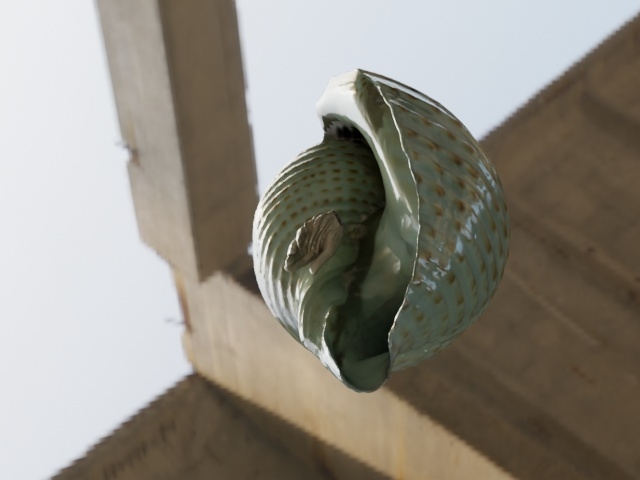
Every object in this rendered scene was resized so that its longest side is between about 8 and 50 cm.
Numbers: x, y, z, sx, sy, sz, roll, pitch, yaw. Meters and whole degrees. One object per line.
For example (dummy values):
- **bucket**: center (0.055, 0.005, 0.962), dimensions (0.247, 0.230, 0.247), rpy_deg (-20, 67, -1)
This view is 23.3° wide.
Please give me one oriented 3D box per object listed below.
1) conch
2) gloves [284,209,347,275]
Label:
- **conch**: center (0.074, 0.002, 1.485), dimensions (0.215, 0.303, 0.319), rpy_deg (4, -141, -28)
- **gloves**: center (-0.001, 0.001, 1.423), dimensions (0.081, 0.037, 0.044), rpy_deg (-34, -100, -17)
